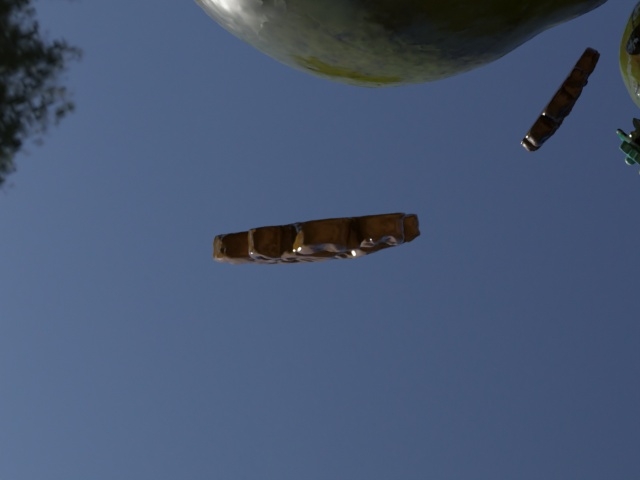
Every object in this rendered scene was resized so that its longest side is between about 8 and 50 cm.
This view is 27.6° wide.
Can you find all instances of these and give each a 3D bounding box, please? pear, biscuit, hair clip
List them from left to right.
[{"bbox_3d":[0.000,0.001,1.325,0.202,0.288,0.044,-5,-89,-20],"label":"biscuit"},{"bbox_3d":[0.036,-0.286,0.976,0.413,0.352,0.352,12,-121,15],"label":"pear"},{"bbox_3d":[0.263,-0.149,1.430,0.026,0.124,0.175,34,-151,4],"label":"biscuit"},{"bbox_3d":[0.404,-0.096,1.598,0.049,0.049,0.173,-14,-150,-1],"label":"hair clip"}]

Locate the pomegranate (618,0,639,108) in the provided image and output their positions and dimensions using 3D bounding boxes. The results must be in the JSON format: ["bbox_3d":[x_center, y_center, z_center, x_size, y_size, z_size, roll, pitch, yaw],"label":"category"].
[{"bbox_3d":[0.436,-0.208,1.480,0.179,0.210,0.179,-2,-94,38],"label":"pomegranate"}]
